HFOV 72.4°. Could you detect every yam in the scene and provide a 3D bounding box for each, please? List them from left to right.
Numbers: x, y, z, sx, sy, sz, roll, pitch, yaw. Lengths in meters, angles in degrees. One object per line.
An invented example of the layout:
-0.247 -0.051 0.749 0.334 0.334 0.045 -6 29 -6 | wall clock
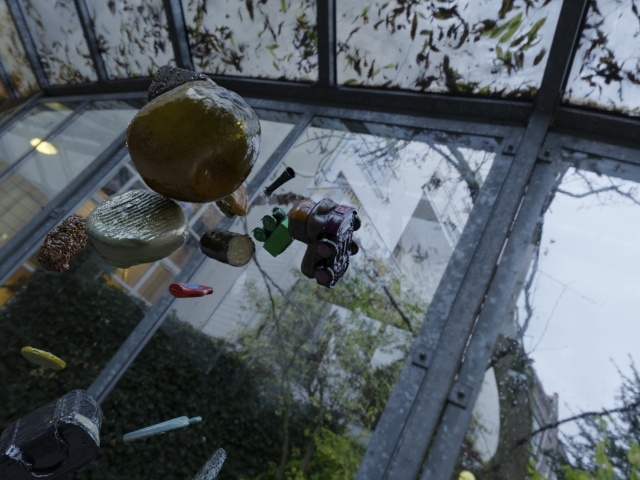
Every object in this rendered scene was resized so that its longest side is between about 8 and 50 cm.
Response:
-0.215 0.015 0.991 0.127 0.084 0.084 9 -35 44 | yam

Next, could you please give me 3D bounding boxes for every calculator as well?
-1.045 0.448 1.651 0.146 0.032 0.235 19 -32 -6 | calculator
-0.626 0.745 1.741 0.184 0.295 0.042 132 -53 -59 | calculator

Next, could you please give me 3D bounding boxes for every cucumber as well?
-0.354 0.731 1.371 0.067 0.067 0.293 29 9 7 | cucumber

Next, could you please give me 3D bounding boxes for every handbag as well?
-0.709 0.540 1.151 0.181 0.254 0.181 39 -28 63 | handbag

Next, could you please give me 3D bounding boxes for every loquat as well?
-0.285 -0.226 0.996 0.276 0.276 0.284 40 -72 -13 | loquat

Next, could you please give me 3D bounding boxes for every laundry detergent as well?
-0.469 0.184 1.610 0.097 0.049 0.165 16 3 33 | laundry detergent

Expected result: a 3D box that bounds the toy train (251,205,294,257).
-0.213 -0.045 2.145 0.188 0.132 0.243 41 -50 -1 | toy train

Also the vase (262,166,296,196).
-0.183 -0.256 1.923 0.059 0.059 0.167 43 -53 -18 | vase

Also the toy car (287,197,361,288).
0.000 0.000 1.652 0.240 0.271 0.340 19 -57 21 | toy car

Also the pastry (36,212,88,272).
-0.648 0.001 1.113 0.087 0.169 0.063 35 -31 -24 | pastry

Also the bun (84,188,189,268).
-0.427 -0.021 1.023 0.237 0.210 0.116 24 -44 22 | bun

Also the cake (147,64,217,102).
-0.391 -0.468 1.304 0.246 0.135 0.112 -9 -23 30 | cake

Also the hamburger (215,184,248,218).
-0.301 -0.150 1.475 0.083 0.147 0.138 -20 -38 18 | hamburger
